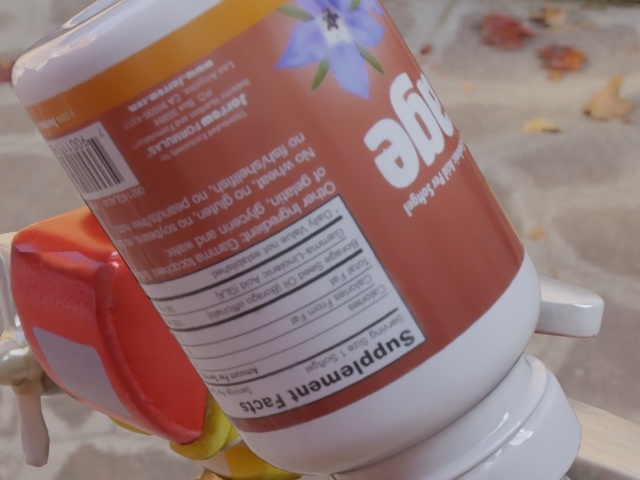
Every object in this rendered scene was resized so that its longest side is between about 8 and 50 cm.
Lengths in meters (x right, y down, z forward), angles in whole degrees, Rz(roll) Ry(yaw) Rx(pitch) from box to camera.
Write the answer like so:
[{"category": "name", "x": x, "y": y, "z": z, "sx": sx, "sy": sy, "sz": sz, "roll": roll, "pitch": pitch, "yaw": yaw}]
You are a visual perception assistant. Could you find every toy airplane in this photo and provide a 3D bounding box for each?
[{"category": "toy airplane", "x": -0.005, "y": 0.077, "z": 0.935, "sx": 0.384, "sy": 0.272, "sz": 0.386, "roll": 19, "pitch": -3, "yaw": -14}]

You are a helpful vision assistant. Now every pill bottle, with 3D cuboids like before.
[{"category": "pill bottle", "x": 0.000, "y": 0.000, "z": 0.574, "sx": 0.121, "sy": 0.216, "sz": 0.121, "roll": -30, "pitch": 14, "yaw": 8}]
